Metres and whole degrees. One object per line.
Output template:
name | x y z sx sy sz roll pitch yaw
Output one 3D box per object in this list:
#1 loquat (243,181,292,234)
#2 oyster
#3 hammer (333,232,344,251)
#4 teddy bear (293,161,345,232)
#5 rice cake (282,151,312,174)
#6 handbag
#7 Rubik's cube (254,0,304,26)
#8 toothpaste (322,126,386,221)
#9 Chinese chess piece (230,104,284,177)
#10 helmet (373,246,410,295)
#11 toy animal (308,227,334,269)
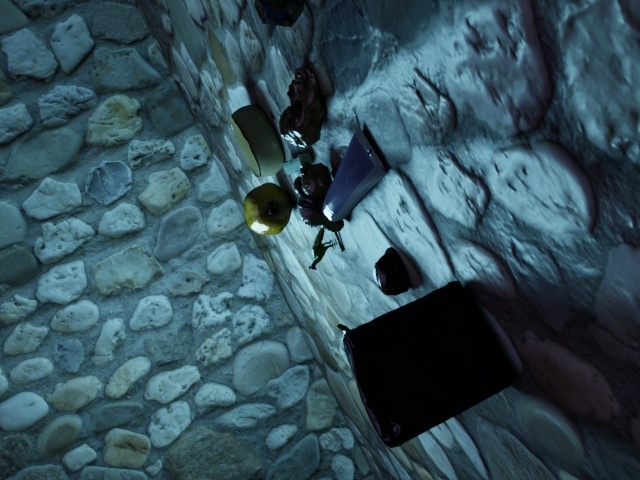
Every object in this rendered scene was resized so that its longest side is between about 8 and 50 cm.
loquat | -0.188 -0.111 2.579 0.187 0.176 0.234 63 157 -4
oyster | -0.059 -0.337 1.807 0.294 0.094 0.166 97 153 -58
hammer | 0.021 -0.082 2.153 0.058 0.029 0.292 46 161 57
teddy bear | -0.006 -0.101 1.977 0.182 0.129 0.251 15 140 22
rice cake | -0.071 -0.232 2.161 0.245 0.042 0.045 -177 71 -74
handbag | 0.205 0.245 1.487 0.275 0.302 0.178 63 174 7
Rubik's cube | -0.089 -0.510 1.529 0.111 0.111 0.093 -138 51 -58
toothpaste | 0.074 -0.139 1.715 0.125 0.080 0.371 60 162 11
Chinese chess piece | -0.216 -0.334 2.394 0.249 0.103 0.249 58 168 20
helmet | 0.171 0.087 1.792 0.123 0.070 0.098 65 168 -17
toy animal | 0.014 0.000 2.293 0.041 0.075 0.216 46 131 43
